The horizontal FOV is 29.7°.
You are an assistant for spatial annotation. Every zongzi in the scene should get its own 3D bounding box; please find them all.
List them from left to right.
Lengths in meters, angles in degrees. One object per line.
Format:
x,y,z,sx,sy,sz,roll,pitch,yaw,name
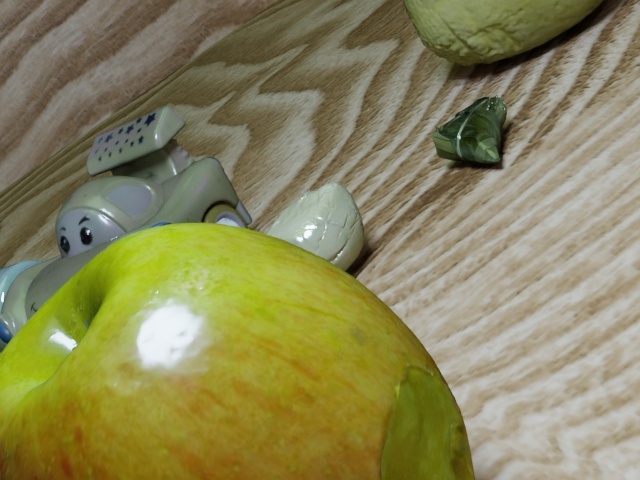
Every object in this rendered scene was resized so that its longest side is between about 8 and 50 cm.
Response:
0.211,-0.133,1.470,0.109,0.055,0.119,-39,32,-22,zongzi

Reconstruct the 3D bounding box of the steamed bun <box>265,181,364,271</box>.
0.000,0.000,1.406,0.112,0.091,0.130,-24,23,38,steamed bun

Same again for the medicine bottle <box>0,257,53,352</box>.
-0.435,0.104,1.746,0.225,0.139,0.139,-16,26,40,medicine bottle

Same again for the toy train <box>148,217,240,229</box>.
-0.160,0.123,1.207,0.131,0.202,0.300,16,49,43,toy train

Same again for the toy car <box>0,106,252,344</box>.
-0.271,0.007,1.601,0.242,0.226,0.336,-15,25,39,toy car

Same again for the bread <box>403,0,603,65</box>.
0.271,-0.387,1.723,0.320,0.237,0.320,-27,36,21,bread

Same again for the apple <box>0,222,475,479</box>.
-0.074,0.151,0.858,0.339,0.339,0.339,-28,20,11,apple
